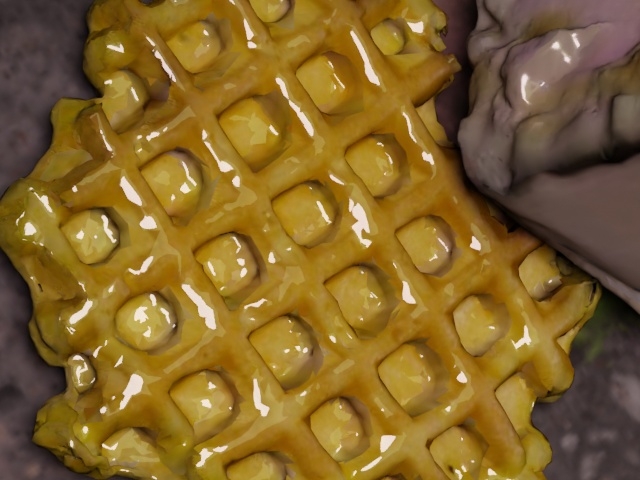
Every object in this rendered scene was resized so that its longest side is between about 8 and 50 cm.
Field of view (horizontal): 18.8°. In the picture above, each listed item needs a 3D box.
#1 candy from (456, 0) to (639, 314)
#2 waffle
[{"bbox_3d":[0.178,-0.059,0.808,0.195,0.184,0.137,33,55,-32],"label":"candy"},{"bbox_3d":[0.001,0.000,0.815,0.291,0.051,0.291,4,80,-23],"label":"waffle"}]
